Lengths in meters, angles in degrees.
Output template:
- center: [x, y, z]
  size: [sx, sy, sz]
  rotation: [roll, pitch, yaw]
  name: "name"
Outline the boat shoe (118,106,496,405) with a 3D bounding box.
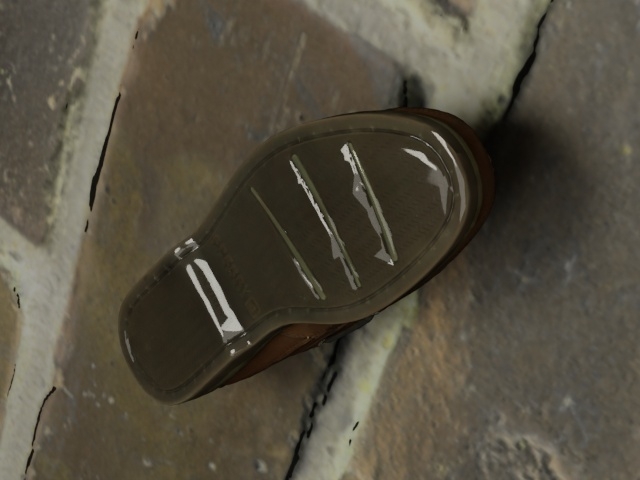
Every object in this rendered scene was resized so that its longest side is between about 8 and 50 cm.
- center: [0.000, 0.000, 0.938]
  size: [0.307, 0.104, 0.111]
  rotation: [-28, 82, 46]
  name: "boat shoe"
